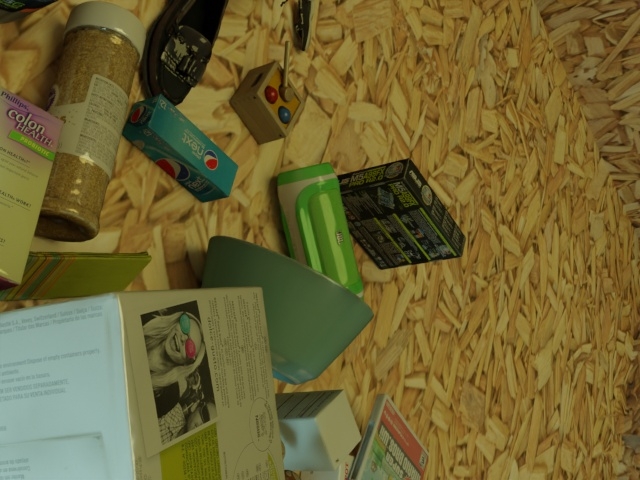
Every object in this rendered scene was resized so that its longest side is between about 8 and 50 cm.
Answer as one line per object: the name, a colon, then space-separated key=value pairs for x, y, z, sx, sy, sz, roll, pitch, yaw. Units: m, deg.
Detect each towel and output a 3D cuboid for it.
towel: x=-0.356 y=0.049 z=1.240 sx=0.237 sy=0.102 sz=0.021 roll=2 pitch=51 yaw=-55

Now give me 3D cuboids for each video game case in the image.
video game case: x=0.131 y=0.475 z=1.706 sx=0.204 sy=0.025 sz=0.285 roll=56 pitch=38 yaw=-28

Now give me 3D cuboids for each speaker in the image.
speaker: x=0.000 y=0.000 z=1.723 sx=0.131 sy=0.131 sz=0.296 roll=-19 pitch=96 yaw=-55

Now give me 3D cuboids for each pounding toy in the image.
pounding toy: x=-0.091 y=-0.289 z=1.693 sx=0.130 sy=0.100 sz=0.141 roll=55 pitch=42 yaw=-31

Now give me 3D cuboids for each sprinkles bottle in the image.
sprinkles bottle: x=-0.350 y=-0.179 z=1.281 sx=0.121 sy=0.121 sz=0.355 roll=33 pitch=55 yaw=-46

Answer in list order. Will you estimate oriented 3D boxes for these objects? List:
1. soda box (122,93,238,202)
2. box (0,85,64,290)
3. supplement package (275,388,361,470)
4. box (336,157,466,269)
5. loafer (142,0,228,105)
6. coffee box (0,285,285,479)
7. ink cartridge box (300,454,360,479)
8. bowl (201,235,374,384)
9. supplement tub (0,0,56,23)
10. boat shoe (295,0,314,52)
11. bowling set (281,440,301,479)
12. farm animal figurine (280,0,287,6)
soda box: x=-0.236 y=-0.153 z=1.481 sx=0.210 sy=0.067 sz=0.071 roll=42 pitch=49 yaw=-40
box: x=-0.468 y=-0.082 z=1.085 sx=0.213 sy=0.117 sz=0.243 roll=30 pitch=58 yaw=-43
supplement package: x=-0.038 y=0.336 z=1.531 sx=0.105 sy=0.179 sz=0.105 roll=-35 pitch=110 yaw=-52
box: x=0.160 y=-0.049 z=1.882 sx=0.270 sy=0.216 sz=0.060 roll=48 pitch=45 yaw=-35
loafer: x=-0.229 y=-0.368 z=1.524 sx=0.109 sy=0.095 sz=0.302 roll=42 pitch=49 yaw=-43
coffee box: x=-0.266 y=0.245 z=1.050 sx=0.334 sy=0.338 sz=0.338 roll=3 pitch=78 yaw=-67
ink cartridge box: x=0.057 y=0.512 z=1.693 sx=0.219 sy=0.093 sz=0.160 roll=32 pitch=55 yaw=-47
bowl: x=-0.083 y=0.134 z=1.462 sx=0.311 sy=0.311 sz=0.163 roll=40 pitch=70 yaw=-42
supplement tub: x=-0.363 y=-0.430 z=1.142 sx=0.207 sy=0.338 sz=0.207 roll=18 pitch=67 yaw=-51
boat shoe: x=-0.037 y=-0.466 z=1.872 sx=0.046 sy=0.038 sz=0.125 roll=112 pitch=-16 yaw=-76
bowling set: x=-0.079 y=0.408 z=1.420 sx=0.154 sy=0.200 sz=0.287 roll=-31 pitch=101 yaw=-56
farm animal figurine: x=-0.115 y=-0.599 z=1.581 sx=0.326 sy=0.172 sz=0.330 roll=53 pitch=22 yaw=-17
